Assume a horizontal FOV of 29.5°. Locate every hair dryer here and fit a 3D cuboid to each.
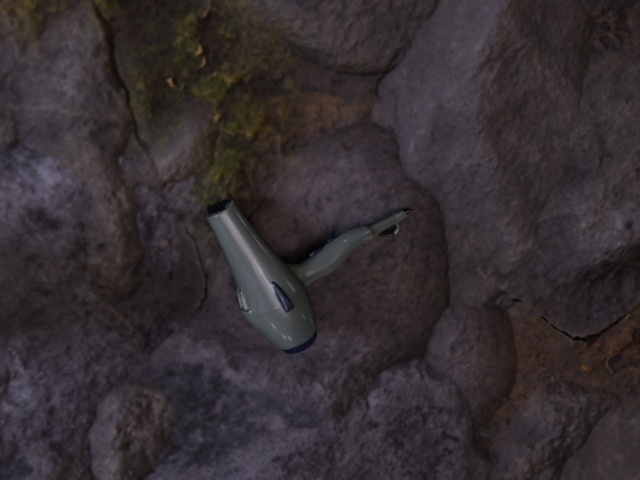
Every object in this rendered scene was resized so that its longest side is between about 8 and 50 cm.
[{"bbox_3d":[-0.018,-0.007,1.188,0.199,0.067,0.167,-48,115,-10],"label":"hair dryer"}]
